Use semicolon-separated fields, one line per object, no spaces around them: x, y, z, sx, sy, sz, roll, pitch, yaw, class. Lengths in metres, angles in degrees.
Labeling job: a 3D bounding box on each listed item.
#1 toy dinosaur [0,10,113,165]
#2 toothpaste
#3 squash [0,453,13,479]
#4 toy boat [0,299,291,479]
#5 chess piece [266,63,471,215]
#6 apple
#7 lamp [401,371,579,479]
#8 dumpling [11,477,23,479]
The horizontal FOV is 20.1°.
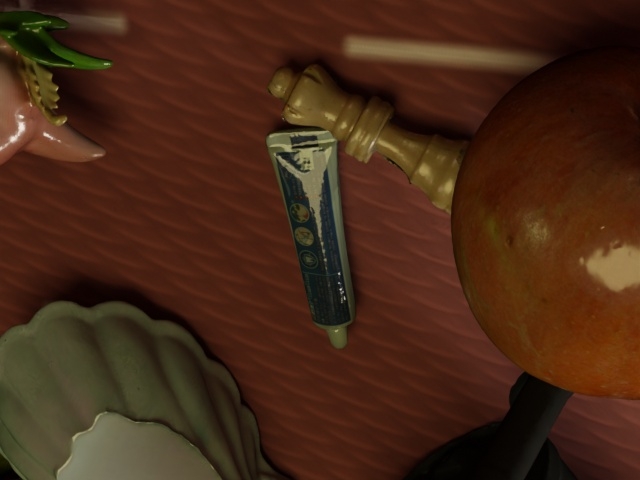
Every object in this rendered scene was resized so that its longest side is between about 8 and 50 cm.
-0.241;-0.079;1.334;0.152;0.194;0.177;1;94;40;toy dinosaur
0.000;0.000;1.410;0.057;0.035;0.197;-4;119;11;toothpaste
-0.315;0.197;1.626;0.258;0.069;0.069;-35;106;31;squash
-0.152;0.178;1.512;0.290;0.100;0.199;37;108;-23;toy boat
0.039;-0.079;1.332;0.172;0.060;0.060;28;127;2;chess piece
0.213;-0.004;1.220;0.253;0.253;0.253;9;125;13;apple
0.168;0.289;1.436;0.272;0.205;0.374;37;140;-3;lamp
-0.265;0.286;1.626;0.252;0.131;0.179;19;152;-28;dumpling
